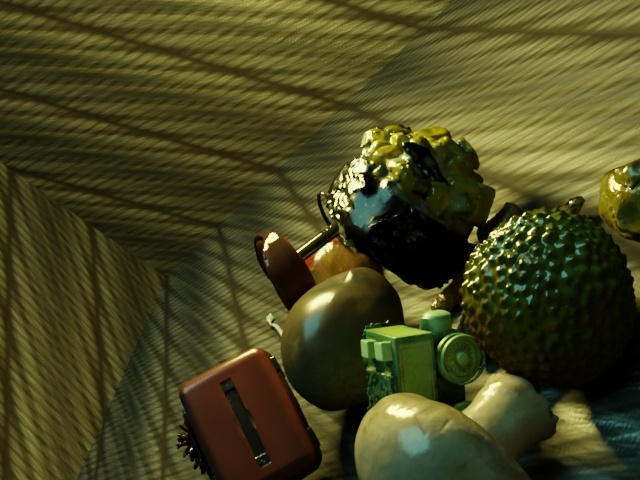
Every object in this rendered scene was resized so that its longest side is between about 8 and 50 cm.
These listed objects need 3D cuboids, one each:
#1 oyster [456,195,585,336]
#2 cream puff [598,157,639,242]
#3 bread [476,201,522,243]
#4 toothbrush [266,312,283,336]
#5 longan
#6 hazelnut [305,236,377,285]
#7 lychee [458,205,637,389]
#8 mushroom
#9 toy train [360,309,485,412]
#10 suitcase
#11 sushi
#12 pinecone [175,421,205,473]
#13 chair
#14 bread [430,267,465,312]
[{"bbox_3d":[0.381,0.063,1.397,0.361,0.096,0.221,-48,26,19],"label":"oyster"},{"bbox_3d":[0.567,-0.062,1.096,0.281,0.185,0.282,-18,-5,-2],"label":"cream puff"},{"bbox_3d":[0.390,-0.023,1.568,0.113,0.060,0.082,-40,22,35],"label":"bread"},{"bbox_3d":[-0.138,0.278,2.295,0.027,0.021,0.269,-57,20,2],"label":"toothbrush"},{"bbox_3d":[0.052,0.212,1.606,0.288,0.288,0.350,-35,11,40],"label":"longan"},{"bbox_3d":[0.055,0.081,1.999,0.210,0.210,0.186,-34,56,42],"label":"hazelnut"},{"bbox_3d":[0.353,0.098,1.138,0.269,0.320,0.270,-14,50,18],"label":"lychee"},{"bbox_3d":[0.206,0.312,1.053,0.290,0.297,0.297,-45,17,-16],"label":"mushroom"},{"bbox_3d":[0.179,0.259,1.263,0.159,0.188,0.272,179,87,-70],"label":"toy train"},{"bbox_3d":[-0.152,0.399,1.561,0.236,0.297,0.161,-28,-20,-7],"label":"suitcase"},{"bbox_3d":[0.206,-0.092,1.563,0.285,0.328,0.329,-55,6,23],"label":"sushi"},{"bbox_3d":[-0.202,0.452,1.747,0.246,0.292,0.246,175,90,-73],"label":"pinecone"},{"bbox_3d":[0.000,0.000,1.799,0.401,0.227,0.226,-37,13,-24],"label":"chair"},{"bbox_3d":[0.298,0.103,1.570,0.157,0.044,0.052,-47,-7,15],"label":"bread"}]
